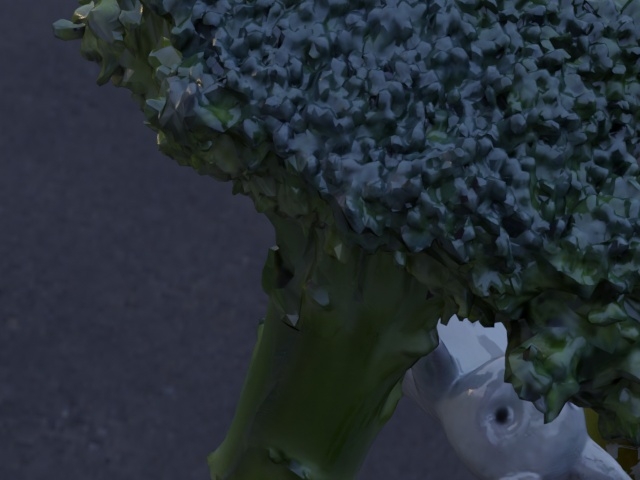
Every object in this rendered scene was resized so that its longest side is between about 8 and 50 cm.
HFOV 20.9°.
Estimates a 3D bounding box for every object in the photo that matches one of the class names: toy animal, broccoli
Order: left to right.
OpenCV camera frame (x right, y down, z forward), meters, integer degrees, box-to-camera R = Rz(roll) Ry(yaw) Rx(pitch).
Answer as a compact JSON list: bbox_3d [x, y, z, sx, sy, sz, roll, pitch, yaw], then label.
[{"bbox_3d":[-0.004,-0.035,0.939,0.274,0.353,0.397,-1,-17,-20],"label":"broccoli"},{"bbox_3d":[0.126,0.101,1.192,0.140,0.138,0.282,-16,39,-19],"label":"toy animal"}]

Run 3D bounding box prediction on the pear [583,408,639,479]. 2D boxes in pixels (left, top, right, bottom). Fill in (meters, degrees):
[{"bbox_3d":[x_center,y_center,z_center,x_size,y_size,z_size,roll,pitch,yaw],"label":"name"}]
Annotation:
[{"bbox_3d":[0.402,0.165,1.677,0.294,0.294,0.294,12,23,-5],"label":"pear"}]
